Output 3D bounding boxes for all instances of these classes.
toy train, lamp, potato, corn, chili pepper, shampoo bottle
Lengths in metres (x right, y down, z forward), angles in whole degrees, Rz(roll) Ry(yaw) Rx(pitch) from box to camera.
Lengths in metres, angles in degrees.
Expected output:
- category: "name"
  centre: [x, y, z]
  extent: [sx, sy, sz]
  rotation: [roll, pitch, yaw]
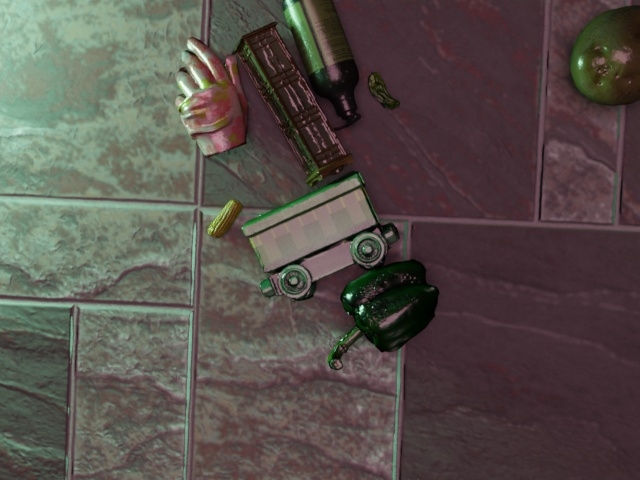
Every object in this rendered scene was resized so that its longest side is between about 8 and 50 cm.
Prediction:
- category: "toy train"
  centre: [0.000, 0.000, 1.787]
  extent: [0.301, 0.120, 0.202]
  rotation: [-25, 87, 3]
- category: "lamp"
  centre: [-0.057, -0.272, 1.782]
  extent: [0.089, 0.090, 0.325]
  rotation: [-29, 89, -21]
- category: "potato"
  centre: [0.598, -0.364, 1.735]
  extent: [0.235, 0.160, 0.178]
  rotation: [-20, 115, -7]
- category: "corn"
  centre: [-0.197, -0.044, 1.834]
  extent: [0.037, 0.037, 0.092]
  rotation: [37, 91, 1]
- category: "chili pepper"
  centre: [0.126, -0.306, 1.816]
  extent: [0.034, 0.030, 0.091]
  rotation: [-36, 92, -22]
- category: "chili pepper"
  centre: [0.109, 0.149, 1.756]
  extent: [0.261, 0.174, 0.165]
  rotation: [-30, 87, -2]
- category: "shampoo bottle"
  centre: [0.014, -0.367, 1.783]
  extent: [0.101, 0.101, 0.284]
  rotation: [-21, 91, 3]

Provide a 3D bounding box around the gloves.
- category: "gloves"
  centre: [-0.225, -0.297, 1.789]
  extent: [0.145, 0.126, 0.241]
  rotation: [-19, 97, 5]
